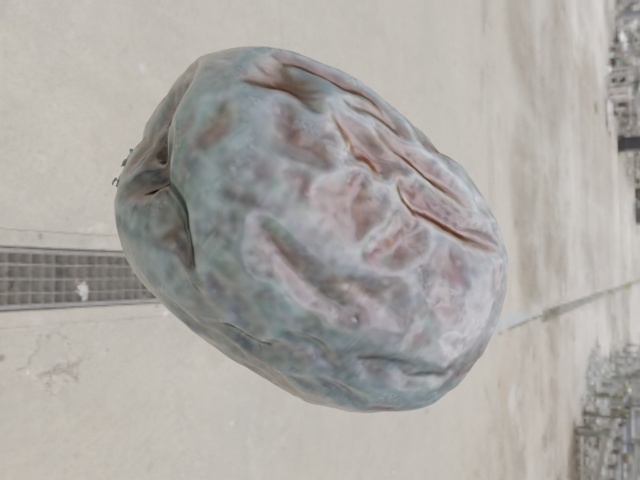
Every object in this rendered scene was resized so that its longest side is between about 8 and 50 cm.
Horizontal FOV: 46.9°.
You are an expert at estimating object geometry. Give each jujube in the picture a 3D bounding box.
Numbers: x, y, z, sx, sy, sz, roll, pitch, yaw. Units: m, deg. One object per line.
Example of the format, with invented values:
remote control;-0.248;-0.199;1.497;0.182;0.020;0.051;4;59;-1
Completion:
jujube;0.006;-0.005;0.575;0.308;0.215;0.246;30;23;-25
